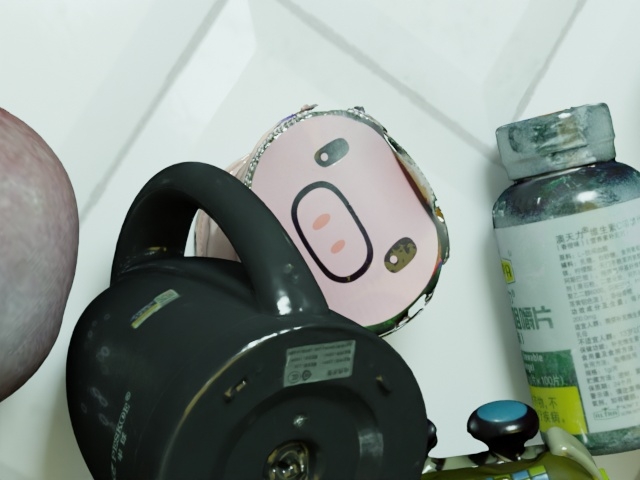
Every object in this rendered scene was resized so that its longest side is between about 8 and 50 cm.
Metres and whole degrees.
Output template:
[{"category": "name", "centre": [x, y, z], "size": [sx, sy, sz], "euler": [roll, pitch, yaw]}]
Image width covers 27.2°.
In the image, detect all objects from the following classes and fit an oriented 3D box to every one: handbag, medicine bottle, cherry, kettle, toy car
[{"category": "handbag", "centre": [0.000, 0.000, 1.086], "size": [0.179, 0.116, 0.205], "euler": [-37, 99, -20]}, {"category": "medicine bottle", "centre": [0.233, 0.031, 1.158], "size": [0.141, 0.141, 0.293], "euler": [-13, 92, -21]}, {"category": "cherry", "centre": [-0.276, -0.002, 0.936], "size": [0.239, 0.206, 0.239], "euler": [1, 84, -10]}, {"category": "kettle", "centre": [-0.079, 0.083, 0.954], "size": [0.207, 0.290, 0.268], "euler": [1, 106, -31]}, {"category": "toy car", "centre": [0.121, 0.258, 1.042], "size": [0.248, 0.198, 0.204], "euler": [-8, 107, 1]}]
